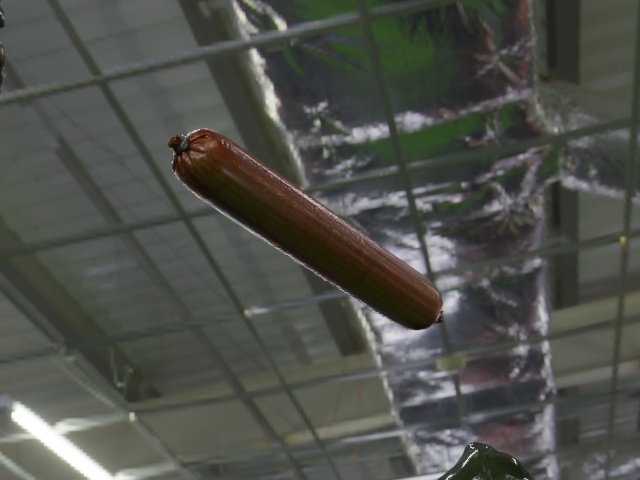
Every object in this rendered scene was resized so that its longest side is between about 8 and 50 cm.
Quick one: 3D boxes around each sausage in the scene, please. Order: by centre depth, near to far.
[{"bbox_3d":[0.000,0.000,0.906,0.053,0.053,0.348,-28,-42,30],"label":"sausage"}]

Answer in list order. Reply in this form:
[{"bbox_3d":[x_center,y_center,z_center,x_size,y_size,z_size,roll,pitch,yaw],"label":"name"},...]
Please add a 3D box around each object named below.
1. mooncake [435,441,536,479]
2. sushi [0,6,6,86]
[{"bbox_3d":[0.243,0.404,1.274,0.187,0.351,0.351,-35,-34,-1],"label":"mooncake"},{"bbox_3d":[-0.408,-0.124,0.781,0.417,0.176,0.417,-28,-48,-36],"label":"sushi"}]
